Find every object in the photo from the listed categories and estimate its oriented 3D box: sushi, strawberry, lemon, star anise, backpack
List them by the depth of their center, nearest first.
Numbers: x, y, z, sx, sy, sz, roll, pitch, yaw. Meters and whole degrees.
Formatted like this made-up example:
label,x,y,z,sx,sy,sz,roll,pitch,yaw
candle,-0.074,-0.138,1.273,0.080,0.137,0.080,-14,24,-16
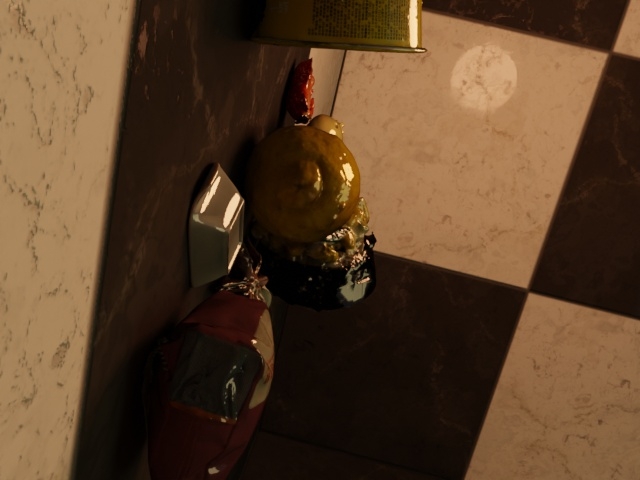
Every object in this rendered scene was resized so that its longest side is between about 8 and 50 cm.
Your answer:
label,x,y,z,sx,sy,sz,roll,pitch,yaw
backpack,-0.191,0.260,0.965,0.283,0.197,0.317,-68,176,-81
lemon,-0.041,-0.130,1.320,0.316,0.285,0.285,-110,-152,-55
star anise,-0.178,0.099,1.343,0.288,0.088,0.288,-5,90,-80
sushi,0.000,0.000,1.585,0.328,0.328,0.285,-21,138,-34
strawberry,-0.052,-0.412,1.600,0.146,0.082,0.187,-120,-142,-86

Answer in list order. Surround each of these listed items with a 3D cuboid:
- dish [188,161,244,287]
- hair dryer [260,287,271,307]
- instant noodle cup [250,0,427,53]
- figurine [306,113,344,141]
label,x,y,z,sx,sy,sz,roll,pitch,yaw
dish,-0.181,-0.028,1.043,0.234,0.064,0.154,100,6,-48
hair dryer,-0.206,0.152,1.699,0.206,0.075,0.237,-61,158,-56
instant noodle cup,0.041,-0.469,1.019,0.325,0.325,0.254,-69,164,-68
figurine,-0.045,-0.248,1.583,0.124,0.222,0.324,61,-13,-3
